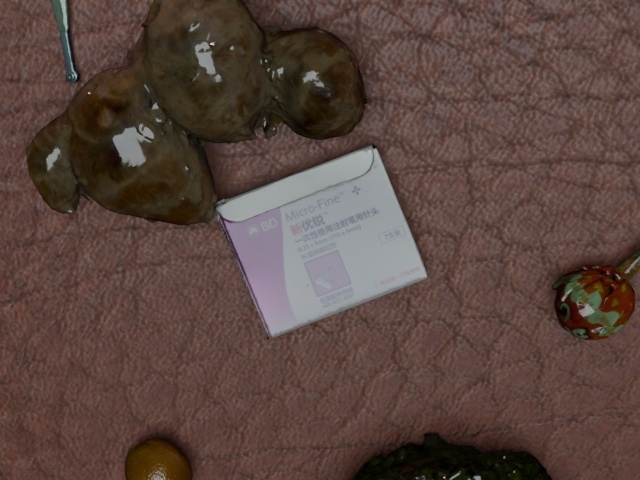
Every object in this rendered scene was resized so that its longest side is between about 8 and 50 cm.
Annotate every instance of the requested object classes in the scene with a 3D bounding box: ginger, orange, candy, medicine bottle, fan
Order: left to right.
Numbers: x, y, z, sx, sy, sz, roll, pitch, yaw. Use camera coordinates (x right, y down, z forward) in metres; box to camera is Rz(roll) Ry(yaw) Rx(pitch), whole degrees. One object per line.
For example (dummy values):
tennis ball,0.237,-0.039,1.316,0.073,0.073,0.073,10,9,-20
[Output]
fan,-0.294,-0.272,1.776,0.038,0.016,0.193,-6,99,7
orange,-0.189,0.271,1.841,0.085,0.085,0.085,1,101,3
ginger,-0.150,-0.142,1.715,0.375,0.176,0.256,-34,104,10
medicine bottle,0.000,0.000,1.795,0.201,0.052,0.171,-20,99,5
candy,0.375,-0.002,1.767,0.288,0.078,0.084,-45,112,6

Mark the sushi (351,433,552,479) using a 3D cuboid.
sushi,0.162,0.404,1.797,0.294,0.178,0.351,-7,97,2
